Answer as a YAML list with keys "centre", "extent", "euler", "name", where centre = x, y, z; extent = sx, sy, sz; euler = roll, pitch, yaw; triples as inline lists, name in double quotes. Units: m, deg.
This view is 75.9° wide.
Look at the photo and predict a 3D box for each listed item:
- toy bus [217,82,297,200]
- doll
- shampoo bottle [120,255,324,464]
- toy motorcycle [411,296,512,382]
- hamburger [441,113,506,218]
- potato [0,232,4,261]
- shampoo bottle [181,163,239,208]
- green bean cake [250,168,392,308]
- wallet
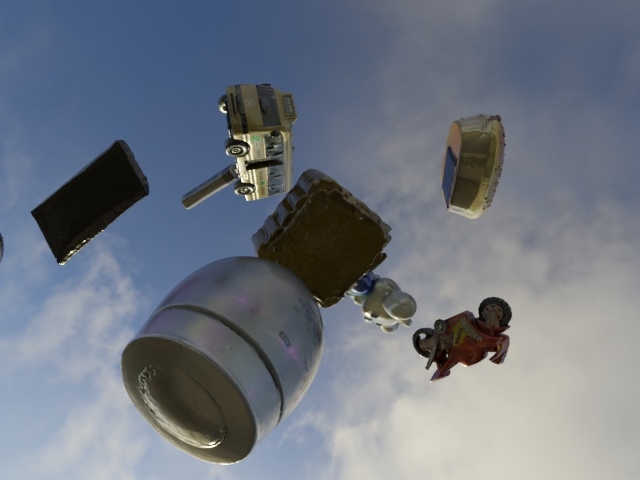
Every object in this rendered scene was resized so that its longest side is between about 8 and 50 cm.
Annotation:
- centre: [-0.175, -0.277, 1.193]
  extent: [0.202, 0.365, 0.177]
  euler: [-10, -111, -8]
  name: "toy bus"
- centre: [0.126, 0.148, 1.267]
  extent: [0.365, 0.187, 0.376]
  euler: [41, -30, 16]
  name: "doll"
- centre: [-0.142, 0.176, 0.658]
  extent: [0.273, 0.266, 0.273]
  euler: [10, -61, 18]
  name: "shampoo bottle"
- centre: [0.389, 0.272, 1.106]
  extent: [0.298, 0.089, 0.171]
  euler: [-35, -103, 31]
  name: "toy motorcycle"
- centre: [0.422, -0.199, 1.124]
  extent: [0.151, 0.227, 0.295]
  euler: [4, -37, 5]
  name: "hamburger"
- centre: [-0.374, 0.020, 0.297]
  extent: [0.202, 0.117, 0.182]
  euler: [23, -62, -23]
  name: "potato"
- centre: [-0.393, -0.192, 1.472]
  extent: [0.227, 0.086, 0.056]
  euler: [-28, -65, 17]
  name: "shampoo bottle"
- centre: [0.000, 0.000, 0.830]
  extent: [0.224, 0.131, 0.230]
  euler: [38, -82, -28]
  name: "green bean cake"
- centre: [-0.495, -0.082, 0.878]
  extent: [0.285, 0.030, 0.146]
  euler: [-34, -100, 12]
  name: "wallet"
